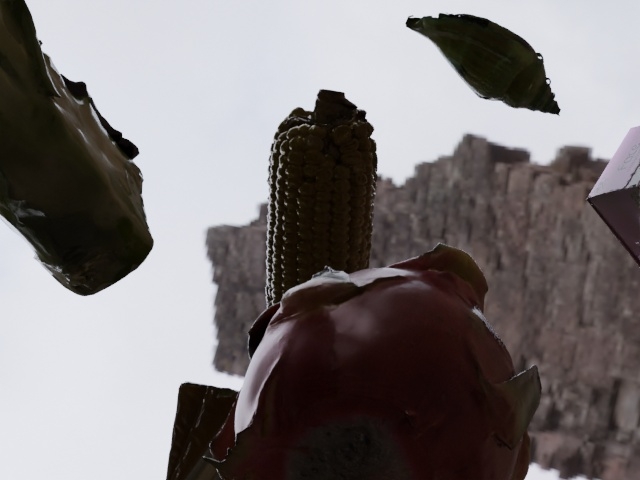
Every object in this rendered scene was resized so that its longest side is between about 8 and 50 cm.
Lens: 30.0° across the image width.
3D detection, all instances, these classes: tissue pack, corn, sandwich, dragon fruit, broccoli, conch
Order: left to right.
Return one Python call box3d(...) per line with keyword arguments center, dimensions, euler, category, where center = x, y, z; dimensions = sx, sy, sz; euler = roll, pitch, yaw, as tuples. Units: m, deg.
box3d(center=(-0.234, -0.091, 0.641), dimensions=(0.252, 0.221, 0.361), euler=(-31, -47, -21), category="broccoli")
box3d(center=(-0.127, 0.267, 1.510), dimensions=(0.079, 0.113, 0.163), euler=(19, -104, -50), category="sandwich")
box3d(center=(0.000, 0.000, 1.251), dimensions=(0.119, 0.119, 0.321), euler=(-14, -69, -44), category="corn")
box3d(center=(0.041, 0.119, 0.819), dimensions=(0.227, 0.224, 0.224), euler=(-37, -54, -63), category="dragon fruit")
box3d(center=(0.199, -0.208, 1.371), dimensions=(0.201, 0.095, 0.079), euler=(30, -116, -23), category="conch")
box3d(center=(0.477, -0.025, 1.561), dimensions=(0.246, 0.092, 0.148), euler=(48, -120, -18), category="tissue pack")
